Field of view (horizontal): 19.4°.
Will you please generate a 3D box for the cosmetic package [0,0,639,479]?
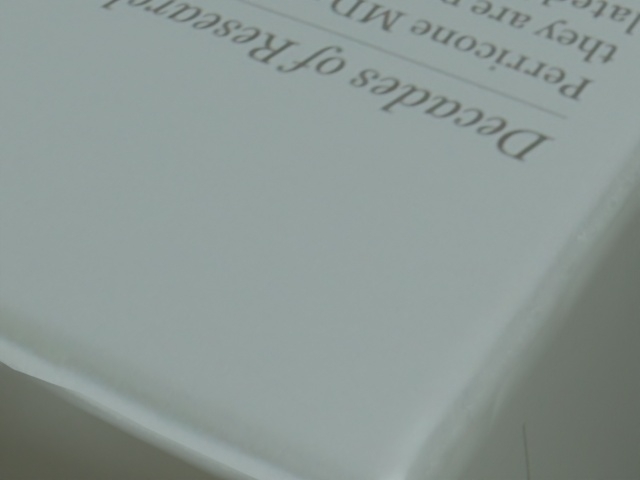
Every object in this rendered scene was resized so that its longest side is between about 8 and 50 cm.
[{"bbox_3d":[0.000,0.000,0.714,0.327,0.329,0.394,21,52,25],"label":"cosmetic package"}]
